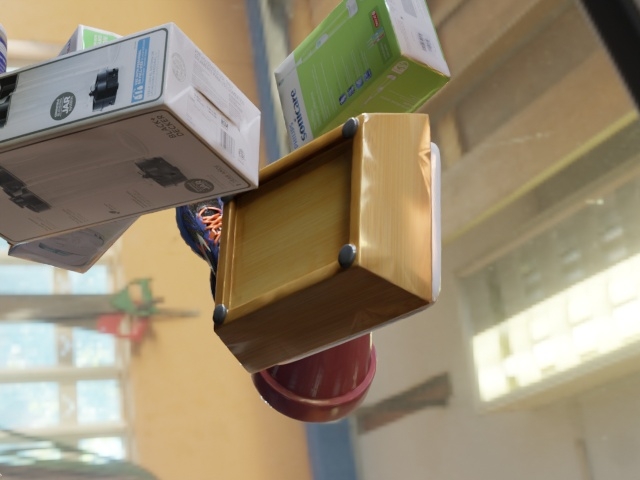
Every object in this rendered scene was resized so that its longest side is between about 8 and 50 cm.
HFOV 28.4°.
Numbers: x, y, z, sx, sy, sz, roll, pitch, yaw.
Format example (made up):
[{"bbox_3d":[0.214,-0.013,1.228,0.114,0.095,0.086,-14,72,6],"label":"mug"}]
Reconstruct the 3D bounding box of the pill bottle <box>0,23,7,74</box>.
[{"bbox_3d":[-0.529,-0.189,1.812,0.153,0.153,0.265,138,-47,-58],"label":"pill bottle"}]

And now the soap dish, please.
[{"bbox_3d":[0.000,0.000,1.407,0.291,0.118,0.229,-26,-128,42],"label":"soap dish"}]

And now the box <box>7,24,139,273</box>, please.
[{"bbox_3d":[-0.330,-0.123,1.776,0.231,0.127,0.262,-38,-135,50],"label":"box"}]

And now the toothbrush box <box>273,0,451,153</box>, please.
[{"bbox_3d":[0.063,-0.279,2.133,0.283,0.122,0.206,-41,-133,33],"label":"toothbrush box"}]

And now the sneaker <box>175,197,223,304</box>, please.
[{"bbox_3d":[-0.134,0.006,1.798,0.221,0.083,0.087,62,-30,11],"label":"sneaker"}]

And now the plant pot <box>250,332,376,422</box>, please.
[{"bbox_3d":[-0.002,0.150,1.944,0.180,0.201,0.201,105,-27,-49],"label":"plant pot"}]

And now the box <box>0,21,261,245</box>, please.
[{"bbox_3d":[-0.221,-0.091,1.183,0.290,0.169,0.087,-13,-120,24],"label":"box"}]
